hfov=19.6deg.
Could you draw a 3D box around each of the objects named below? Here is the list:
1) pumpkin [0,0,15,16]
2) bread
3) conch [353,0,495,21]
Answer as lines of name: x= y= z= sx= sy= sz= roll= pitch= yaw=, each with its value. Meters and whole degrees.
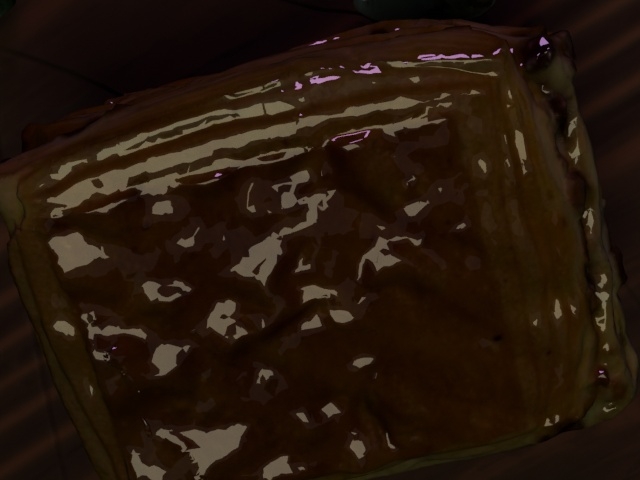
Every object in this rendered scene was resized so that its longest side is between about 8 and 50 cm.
pumpkin: x=-0.261 y=-0.126 z=0.976 sx=0.248 sy=0.248 sz=0.248 roll=1 pitch=123 yaw=1
bread: x=0.000 y=0.000 z=1.060 sx=0.325 sy=0.167 sz=0.277 roll=-16 pitch=121 yaw=1
conch: x=0.060 y=-0.153 z=1.025 sx=0.085 sy=0.056 sz=0.076 roll=-3 pitch=152 yaw=25
